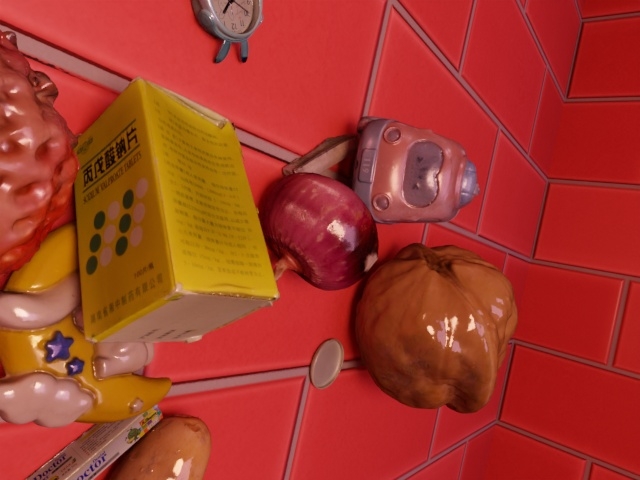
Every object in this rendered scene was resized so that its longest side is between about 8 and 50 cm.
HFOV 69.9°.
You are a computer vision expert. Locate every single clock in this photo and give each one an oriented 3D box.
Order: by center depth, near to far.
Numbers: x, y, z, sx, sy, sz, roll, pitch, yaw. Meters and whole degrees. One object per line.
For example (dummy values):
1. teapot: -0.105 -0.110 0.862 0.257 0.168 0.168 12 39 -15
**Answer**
1. clock: -0.127 -0.320 0.626 0.108 0.045 0.147 -28 121 -44

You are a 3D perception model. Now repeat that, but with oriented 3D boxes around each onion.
1. onion: 0.009 -0.009 0.756 0.201 0.201 0.207 -31 131 -44

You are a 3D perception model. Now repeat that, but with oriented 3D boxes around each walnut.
1. walnut: 0.248 0.196 1.027 0.384 0.384 0.382 -17 113 -49

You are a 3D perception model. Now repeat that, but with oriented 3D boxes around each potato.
1. potato: -0.219 0.319 0.618 0.110 0.118 0.178 34 67 -3

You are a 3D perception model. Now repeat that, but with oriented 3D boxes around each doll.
1. doll: -0.245 0.089 0.527 0.252 0.111 0.236 14 72 -49

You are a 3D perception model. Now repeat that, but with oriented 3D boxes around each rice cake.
1. rice cake: 0.007 -0.152 0.849 0.207 0.036 0.047 -39 140 -40

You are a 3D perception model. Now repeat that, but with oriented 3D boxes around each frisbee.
1. frisbee: 0.014 0.264 0.983 0.110 0.014 0.110 -19 115 -48

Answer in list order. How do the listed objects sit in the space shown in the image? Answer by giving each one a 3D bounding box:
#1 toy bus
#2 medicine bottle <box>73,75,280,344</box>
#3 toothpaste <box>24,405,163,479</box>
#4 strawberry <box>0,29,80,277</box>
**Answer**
1. toy bus: 0.189 -0.120 0.898 0.294 0.232 0.197 3 97 -69
2. medicine bottle: -0.165 -0.025 0.495 0.141 0.137 0.249 13 53 -52
3. toothpaste: -0.282 0.262 0.583 0.164 0.046 0.034 -39 131 -40
4. strawberry: -0.349 -0.039 0.336 0.336 0.149 0.264 -44 133 -34
